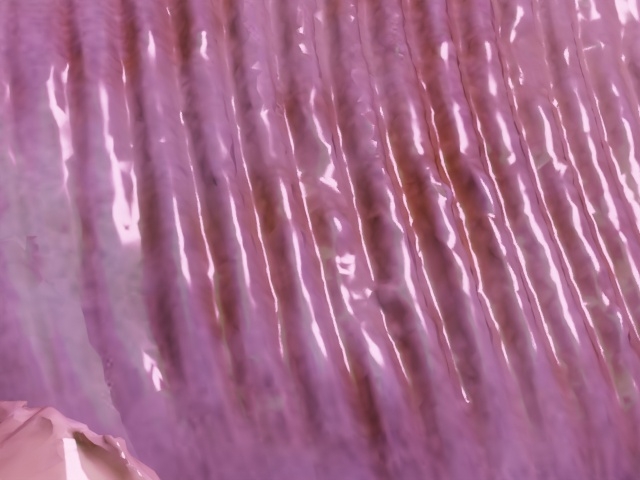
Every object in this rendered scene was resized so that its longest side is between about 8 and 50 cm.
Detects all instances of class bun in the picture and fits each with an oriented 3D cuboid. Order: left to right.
[{"bbox_3d":[0.000,0.000,0.611,0.361,0.211,0.362,6,64,-13],"label":"bun"}]

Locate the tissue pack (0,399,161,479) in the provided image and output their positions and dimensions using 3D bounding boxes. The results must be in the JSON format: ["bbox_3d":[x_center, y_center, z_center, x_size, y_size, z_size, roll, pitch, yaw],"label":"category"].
[{"bbox_3d":[-0.110,0.265,0.361,0.297,0.207,0.380,47,70,-15],"label":"tissue pack"}]
